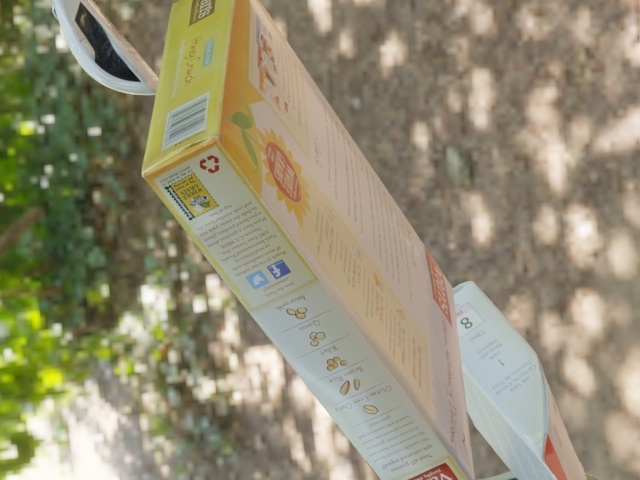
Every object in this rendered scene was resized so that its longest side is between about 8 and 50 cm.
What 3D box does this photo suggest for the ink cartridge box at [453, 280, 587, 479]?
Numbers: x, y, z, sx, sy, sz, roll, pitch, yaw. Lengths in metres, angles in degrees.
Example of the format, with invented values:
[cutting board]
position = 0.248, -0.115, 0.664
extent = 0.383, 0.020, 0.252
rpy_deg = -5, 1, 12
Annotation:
[ink cartridge box]
position = 0.174, 0.160, 1.183
extent = 0.232, 0.066, 0.189
rpy_deg = 46, 171, 36

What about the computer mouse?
[computer mouse]
position = -0.211, -0.189, 1.385
extent = 0.193, 0.042, 0.106
rpy_deg = 50, -176, -1

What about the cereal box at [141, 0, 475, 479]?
[cereal box]
position = 0.000, 0.000, 0.826
extent = 0.240, 0.047, 0.173
rpy_deg = 55, -161, -28

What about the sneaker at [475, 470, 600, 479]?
[sneaker]
position = 0.140, 0.257, 1.324
extent = 0.222, 0.118, 0.083
rpy_deg = -13, 125, 36
